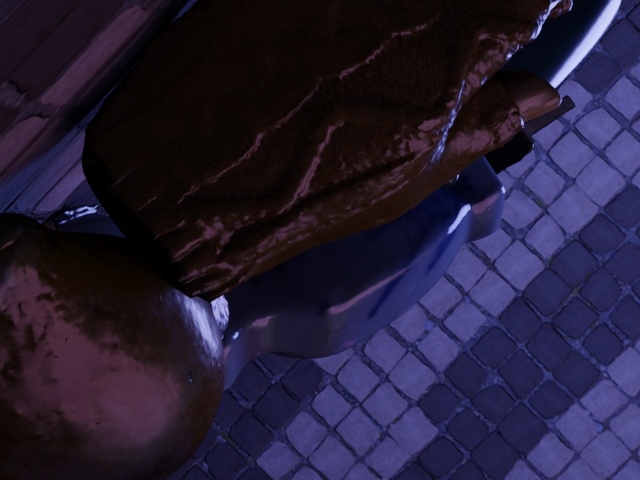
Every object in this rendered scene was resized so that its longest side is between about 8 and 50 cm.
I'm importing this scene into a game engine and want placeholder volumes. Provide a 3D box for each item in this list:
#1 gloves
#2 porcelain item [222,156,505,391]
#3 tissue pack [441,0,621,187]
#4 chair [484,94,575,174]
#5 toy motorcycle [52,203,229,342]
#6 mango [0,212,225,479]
[{"bbox_3d":[0.020,-0.107,1.047,0.356,0.203,0.155,-39,-175,-13],"label":"gloves"},{"bbox_3d":[0.000,0.000,1.873,0.405,0.242,0.178,-27,167,-26],"label":"porcelain item"},{"bbox_3d":[0.126,-0.187,1.413,0.198,0.206,0.287,-27,-165,47],"label":"tissue pack"},{"bbox_3d":[0.132,-0.150,2.122,0.203,0.240,0.416,-34,-174,31],"label":"chair"},{"bbox_3d":[-0.218,0.092,1.303,0.182,0.241,0.319,0,-159,29],"label":"toy motorcycle"},{"bbox_3d":[-0.165,0.076,1.063,0.193,0.146,0.316,-39,155,-2],"label":"mango"}]
